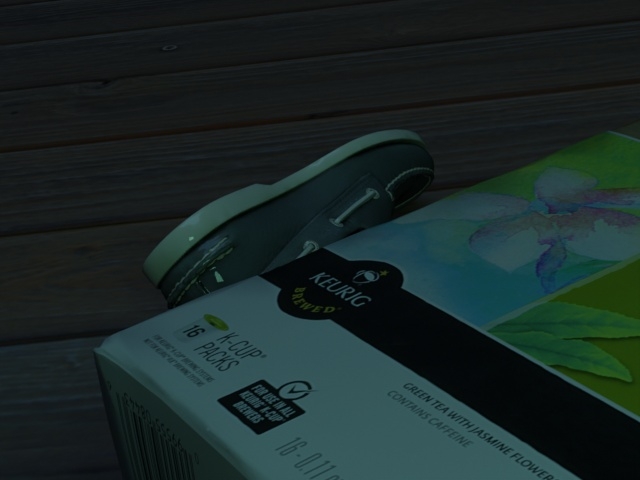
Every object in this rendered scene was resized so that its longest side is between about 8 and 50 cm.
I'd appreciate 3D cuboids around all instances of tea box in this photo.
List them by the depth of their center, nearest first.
[{"bbox_3d":[0.134,0.126,0.598,0.324,0.220,0.329,-22,27,-25],"label":"tea box"}]

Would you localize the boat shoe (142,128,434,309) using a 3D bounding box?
[{"bbox_3d":[0.000,0.000,1.150,0.099,0.116,0.319,51,39,12],"label":"boat shoe"}]
